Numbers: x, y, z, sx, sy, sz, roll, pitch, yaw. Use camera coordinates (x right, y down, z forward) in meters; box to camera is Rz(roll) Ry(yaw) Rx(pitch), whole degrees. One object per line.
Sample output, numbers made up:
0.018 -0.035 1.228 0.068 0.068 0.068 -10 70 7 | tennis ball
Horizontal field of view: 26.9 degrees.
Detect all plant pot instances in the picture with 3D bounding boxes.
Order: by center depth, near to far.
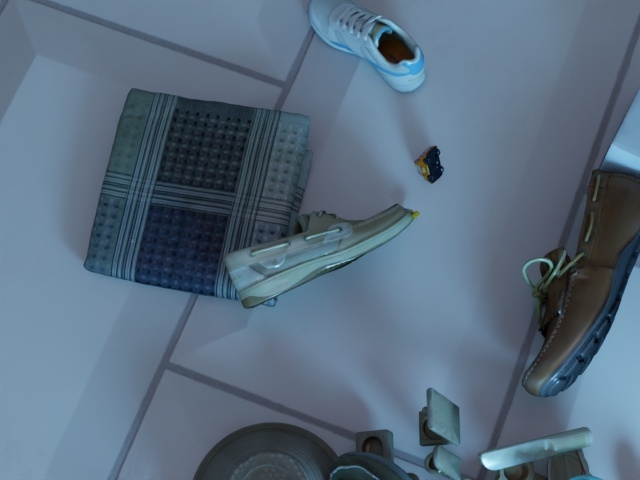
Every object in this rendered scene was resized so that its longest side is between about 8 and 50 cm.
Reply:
-0.071 0.366 1.883 0.237 0.110 0.237 0 70 0 | plant pot

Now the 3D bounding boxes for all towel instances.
-0.185 -0.072 2.088 0.312 0.056 0.324 10 72 7 | towel

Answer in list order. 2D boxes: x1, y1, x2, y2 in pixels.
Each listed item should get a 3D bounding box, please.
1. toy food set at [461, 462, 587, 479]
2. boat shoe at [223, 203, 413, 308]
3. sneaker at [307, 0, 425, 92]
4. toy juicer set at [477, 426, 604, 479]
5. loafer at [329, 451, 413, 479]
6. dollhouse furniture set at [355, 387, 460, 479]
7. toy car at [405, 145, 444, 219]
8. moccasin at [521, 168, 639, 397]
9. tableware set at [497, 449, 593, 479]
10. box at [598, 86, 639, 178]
0.294 0.389 1.916 0.192 0.038 0.132 -5 74 -13 | toy food set
0.000 0.000 1.997 0.302 0.109 0.098 -25 87 -20 | boat shoe
0.076 -0.336 2.157 0.229 0.092 0.087 36 75 14 | sneaker
0.393 0.372 1.851 0.209 0.089 0.329 -31 83 -31 | toy juicer set
0.103 0.379 1.806 0.251 0.094 0.087 34 35 25 | loafer
0.107 0.297 1.874 0.151 0.123 0.144 -9 68 21 | dollhouse furniture set
0.147 -0.092 2.086 0.040 0.060 0.122 13 59 39 | toy car
0.379 0.057 1.984 0.147 0.139 0.380 22 73 15 | moccasin
0.314 0.363 1.895 0.169 0.020 0.141 2 73 -12 | tableware set
0.511 -0.171 2.072 0.091 0.130 0.170 27 71 9 | box
